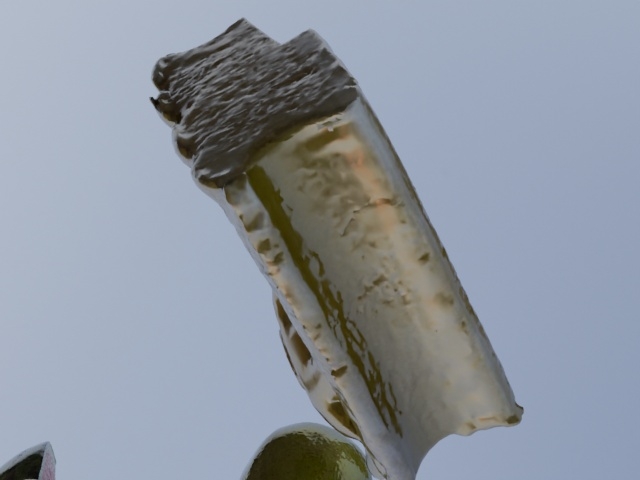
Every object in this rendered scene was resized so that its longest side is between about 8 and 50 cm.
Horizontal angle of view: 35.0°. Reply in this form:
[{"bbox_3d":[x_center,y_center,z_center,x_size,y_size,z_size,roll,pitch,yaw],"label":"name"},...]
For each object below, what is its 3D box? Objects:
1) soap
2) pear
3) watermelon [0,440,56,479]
[{"bbox_3d":[0.000,0.000,0.732,0.143,0.281,0.259,-33,-148,-3],"label":"soap"},{"bbox_3d":[-0.025,0.231,0.964,0.141,0.141,0.104,-38,-101,9],"label":"pear"},{"bbox_3d":[-0.316,0.279,1.091,0.125,0.135,0.094,-32,-95,-34],"label":"watermelon"}]
